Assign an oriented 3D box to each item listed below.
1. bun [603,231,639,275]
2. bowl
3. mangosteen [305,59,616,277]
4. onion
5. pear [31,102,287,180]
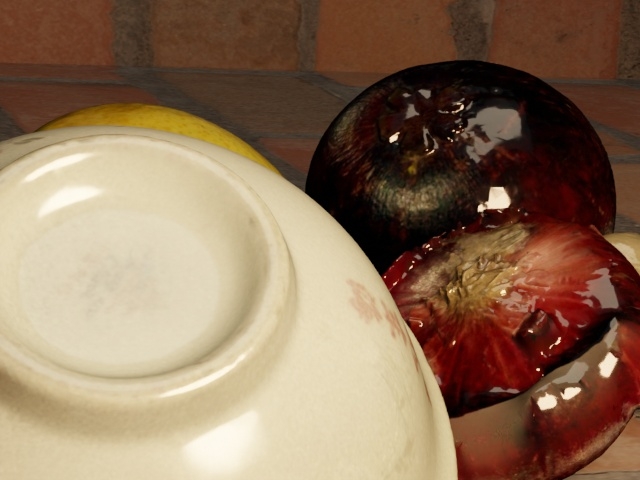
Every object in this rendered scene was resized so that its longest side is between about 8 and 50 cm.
[{"bbox_3d":[0.277,0.086,1.648,0.166,0.173,0.113,19,11,-39],"label":"bun"},{"bbox_3d":[-0.116,0.069,1.023,0.434,0.196,0.435,5,53,-6],"label":"bowl"},{"bbox_3d":[0.145,-0.025,1.820,0.330,0.330,0.330,4,13,-1],"label":"mangosteen"},{"bbox_3d":[0.163,0.112,1.482,0.272,0.195,0.272,-17,41,16],"label":"onion"},{"bbox_3d":[-0.120,0.054,1.357,0.304,0.304,0.304,4,13,-1],"label":"pear"}]
